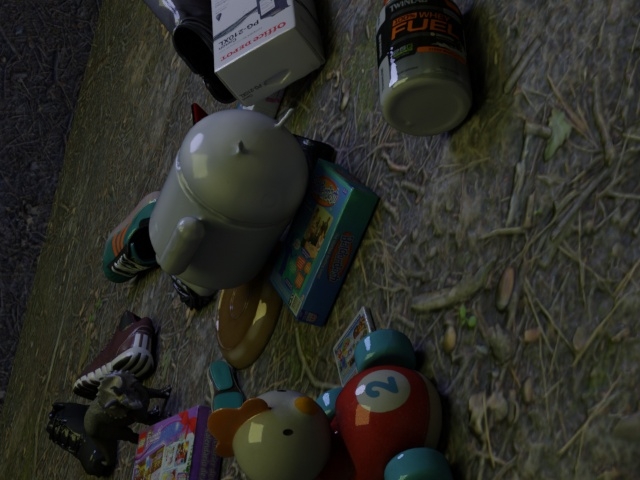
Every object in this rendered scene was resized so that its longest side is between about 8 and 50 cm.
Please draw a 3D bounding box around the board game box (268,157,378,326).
[{"bbox_3d":[0.000,0.000,1.490,0.210,0.047,0.160,-67,24,13],"label":"board game box"}]

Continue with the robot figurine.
[{"bbox_3d":[-0.143,-0.061,1.551,0.300,0.200,0.353,-56,-1,-45],"label":"robot figurine"}]

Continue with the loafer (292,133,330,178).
[{"bbox_3d":[-0.041,-0.143,1.657,0.170,0.062,0.061,-149,73,-66],"label":"loafer"}]

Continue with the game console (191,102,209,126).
[{"bbox_3d":[-0.252,-0.194,2.108,0.085,0.124,0.144,-33,39,16],"label":"game console"}]

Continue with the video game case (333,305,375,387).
[{"bbox_3d":[0.051,0.158,1.325,0.087,0.011,0.122,-58,29,31],"label":"video game case"}]

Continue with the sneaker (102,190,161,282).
[{"bbox_3d":[-0.420,0.021,2.286,0.302,0.108,0.121,-49,29,39],"label":"sneaker"}]

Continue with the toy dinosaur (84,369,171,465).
[{"bbox_3d":[-0.389,0.335,1.954,0.313,0.160,0.121,-44,37,45],"label":"toy dinosaur"}]

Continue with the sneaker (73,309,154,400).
[{"bbox_3d":[-0.437,0.247,2.207,0.281,0.106,0.162,-31,42,42],"label":"sneaker"}]

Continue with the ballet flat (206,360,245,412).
[{"bbox_3d":[-0.153,0.264,1.653,0.168,0.057,0.052,-108,14,-57],"label":"ballet flat"}]

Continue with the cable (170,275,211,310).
[{"bbox_3d":[-0.269,0.043,1.938,0.184,0.047,0.150,64,159,-2],"label":"cable"}]

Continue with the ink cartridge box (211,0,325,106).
[{"bbox_3d":[-0.098,-0.376,1.801,0.172,0.100,0.237,-27,43,18],"label":"ink cartridge box"}]

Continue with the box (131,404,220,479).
[{"bbox_3d":[-0.257,0.411,1.749,0.293,0.057,0.201,-32,47,55],"label":"box"}]

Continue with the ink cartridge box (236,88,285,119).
[{"bbox_3d":[-0.106,-0.281,1.891,0.122,0.052,0.088,-67,25,8],"label":"ink cartridge box"}]

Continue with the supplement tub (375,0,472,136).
[{"bbox_3d":[0.130,-0.238,1.290,0.117,0.117,0.190,-45,37,46],"label":"supplement tub"}]

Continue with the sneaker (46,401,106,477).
[{"bbox_3d":[-0.542,0.441,2.246,0.286,0.130,0.109,26,96,64],"label":"sneaker"}]

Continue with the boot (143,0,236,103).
[{"bbox_3d":[-0.259,-0.427,1.952,0.118,0.338,0.223,-44,13,16],"label":"boot"}]

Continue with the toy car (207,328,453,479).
[{"bbox_3d":[-0.006,0.216,1.133,0.210,0.238,0.219,-57,29,31],"label":"toy car"}]

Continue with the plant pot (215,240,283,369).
[{"bbox_3d":[-0.125,0.100,1.709,0.236,0.032,0.236,-45,35,46],"label":"plant pot"}]
